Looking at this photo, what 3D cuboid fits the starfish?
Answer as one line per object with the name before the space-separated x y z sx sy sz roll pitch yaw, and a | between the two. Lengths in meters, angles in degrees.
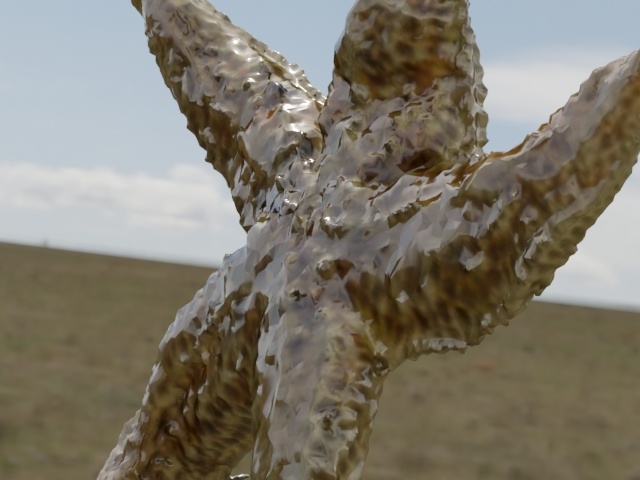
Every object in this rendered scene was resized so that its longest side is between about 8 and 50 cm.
starfish | 0.000 0.000 0.510 0.062 0.277 0.236 20 -49 -31
